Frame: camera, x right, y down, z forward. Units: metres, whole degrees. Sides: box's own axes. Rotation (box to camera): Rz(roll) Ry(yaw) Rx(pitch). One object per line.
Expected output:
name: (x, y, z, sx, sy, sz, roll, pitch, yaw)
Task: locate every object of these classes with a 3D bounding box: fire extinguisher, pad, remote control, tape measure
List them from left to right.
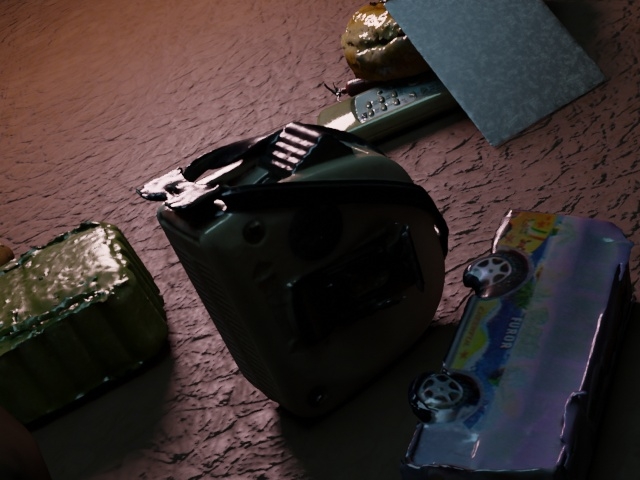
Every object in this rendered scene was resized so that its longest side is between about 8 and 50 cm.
tape measure: (0.000, 0.000, 1.216, 0.231, 0.271, 0.133, -38, 31, -17)
fire extinguisher: (0.056, -0.191, 1.743, 0.100, 0.032, 0.046, -14, 66, 22)
remote control: (0.107, -0.170, 1.651, 0.233, 0.038, 0.098, -22, 30, 7)
pad: (0.197, -0.230, 1.563, 0.158, 0.003, 0.235, -31, 67, -8)

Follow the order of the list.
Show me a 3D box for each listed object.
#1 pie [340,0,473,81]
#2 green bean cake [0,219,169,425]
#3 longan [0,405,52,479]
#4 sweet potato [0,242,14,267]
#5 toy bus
pie: (0.146, -0.290, 1.720, 0.308, 0.085, 0.308, -21, 20, 8)
green bean cake: (-0.282, 0.083, 1.475, 0.214, 0.113, 0.200, -29, 29, -2)
longan: (-0.392, 0.259, 1.061, 0.404, 0.336, 0.404, -46, 6, 6)
sweet potato: (-0.451, 0.084, 1.635, 0.124, 0.098, 0.310, -10, 29, 41)
toy bus: (0.165, 0.107, 1.090, 0.138, 0.112, 0.317, 1, 39, 23)
